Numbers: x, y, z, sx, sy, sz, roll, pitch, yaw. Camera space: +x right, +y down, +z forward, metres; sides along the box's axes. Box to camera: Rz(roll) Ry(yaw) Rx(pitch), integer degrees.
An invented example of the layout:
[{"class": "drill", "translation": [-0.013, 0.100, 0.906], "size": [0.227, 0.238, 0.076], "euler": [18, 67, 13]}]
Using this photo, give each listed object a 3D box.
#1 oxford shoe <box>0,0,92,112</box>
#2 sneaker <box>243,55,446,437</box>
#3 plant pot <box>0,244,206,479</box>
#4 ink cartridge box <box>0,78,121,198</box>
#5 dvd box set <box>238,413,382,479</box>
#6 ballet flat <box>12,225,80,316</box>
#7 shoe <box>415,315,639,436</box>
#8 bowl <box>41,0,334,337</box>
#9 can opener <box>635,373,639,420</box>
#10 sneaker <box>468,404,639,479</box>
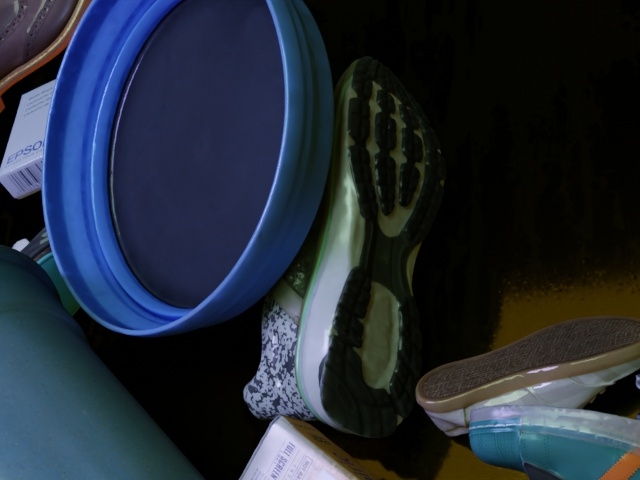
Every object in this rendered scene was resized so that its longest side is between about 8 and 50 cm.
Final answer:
[{"class": "oxford shoe", "translation": [-0.413, -0.279, 1.727], "size": [0.130, 0.133, 0.364], "euler": [31, 81, 39]}, {"class": "sneaker", "translation": [0.000, 0.000, 1.326], "size": [0.182, 0.158, 0.410], "euler": [-14, 53, 38]}, {"class": "plant pot", "translation": [-0.283, 0.232, 1.254], "size": [0.334, 0.341, 0.341], "euler": [37, 85, 31]}, {"class": "ink cartridge box", "translation": [-0.261, -0.169, 1.592], "size": [0.223, 0.045, 0.224], "euler": [-22, 38, 19]}, {"class": "dvd box set", "translation": [0.041, 0.376, 1.084], "size": [0.420, 0.062, 0.308], "euler": [32, 96, 38]}, {"class": "ballet flat", "translation": [-0.281, 0.011, 1.518], "size": [0.280, 0.095, 0.096], "euler": [-47, 39, -15]}, {"class": "shoe", "translation": [0.194, 0.121, 1.194], "size": [0.219, 0.058, 0.076], "euler": [-17, 25, 17]}, {"class": "bowl", "translation": [-0.136, -0.098, 1.330], "size": [0.391, 0.077, 0.391], "euler": [-10, 76, 45]}, {"class": "can opener", "translation": [0.392, 0.114, 1.080], "size": [0.283, 0.076, 0.095], "euler": [-10, 91, 25]}, {"class": "sneaker", "translation": [0.253, 0.203, 1.037], "size": [0.302, 0.108, 0.121], "euler": [12, 81, 15]}]
